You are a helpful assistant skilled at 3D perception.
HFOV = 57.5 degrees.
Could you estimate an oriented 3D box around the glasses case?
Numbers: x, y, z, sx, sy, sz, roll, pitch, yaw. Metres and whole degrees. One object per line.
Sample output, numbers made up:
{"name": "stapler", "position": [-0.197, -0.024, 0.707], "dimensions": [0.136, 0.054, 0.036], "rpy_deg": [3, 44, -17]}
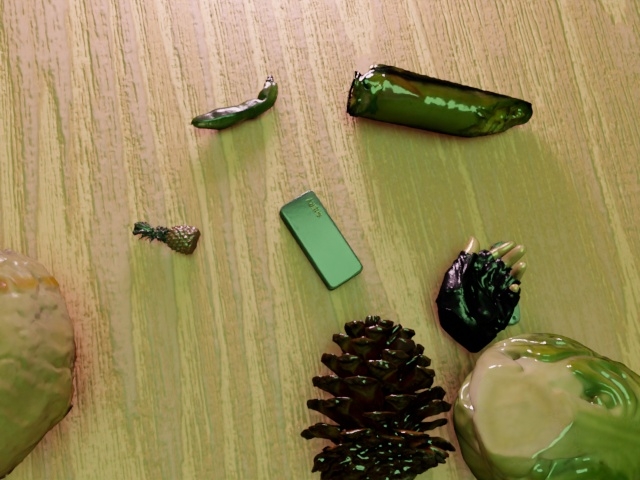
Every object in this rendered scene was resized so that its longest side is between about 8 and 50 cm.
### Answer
{"name": "glasses case", "position": [0.000, 0.000, 1.099], "dimensions": [0.078, 0.039, 0.184], "rpy_deg": [-32, 82, -11]}

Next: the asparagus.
{"name": "asparagus", "position": [0.242, -0.263, 1.146], "dimensions": [0.382, 0.128, 0.108], "rpy_deg": [11, 113, -4]}

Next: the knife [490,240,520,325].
{"name": "knife", "position": [0.353, 0.083, 1.123], "dimensions": [0.044, 0.023, 0.162], "rpy_deg": [-6, 78, 1]}

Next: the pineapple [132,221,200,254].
{"name": "pineapple", "position": [-0.286, -0.014, 1.070], "dimensions": [0.124, 0.058, 0.058], "rpy_deg": [18, 76, 4]}

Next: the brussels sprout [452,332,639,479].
{"name": "brussels sprout", "position": [0.358, 0.289, 0.923], "dimensions": [0.289, 0.355, 0.281], "rpy_deg": [26, 88, 40]}

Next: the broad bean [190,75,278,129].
{"name": "broad bean", "position": [-0.156, -0.256, 1.140], "dimensions": [0.195, 0.046, 0.061], "rpy_deg": [-36, 71, -17]}

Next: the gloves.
{"name": "gloves", "position": [0.303, 0.081, 1.070], "dimensions": [0.203, 0.124, 0.164], "rpy_deg": [-42, 94, -25]}

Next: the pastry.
{"name": "pastry", "position": [-0.553, 0.187, 0.865], "dimensions": [0.388, 0.312, 0.388], "rpy_deg": [2, 65, -5]}

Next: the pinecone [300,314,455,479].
{"name": "pinecone", "position": [0.090, 0.263, 0.965], "dimensions": [0.246, 0.246, 0.292], "rpy_deg": [4, 57, -4]}
